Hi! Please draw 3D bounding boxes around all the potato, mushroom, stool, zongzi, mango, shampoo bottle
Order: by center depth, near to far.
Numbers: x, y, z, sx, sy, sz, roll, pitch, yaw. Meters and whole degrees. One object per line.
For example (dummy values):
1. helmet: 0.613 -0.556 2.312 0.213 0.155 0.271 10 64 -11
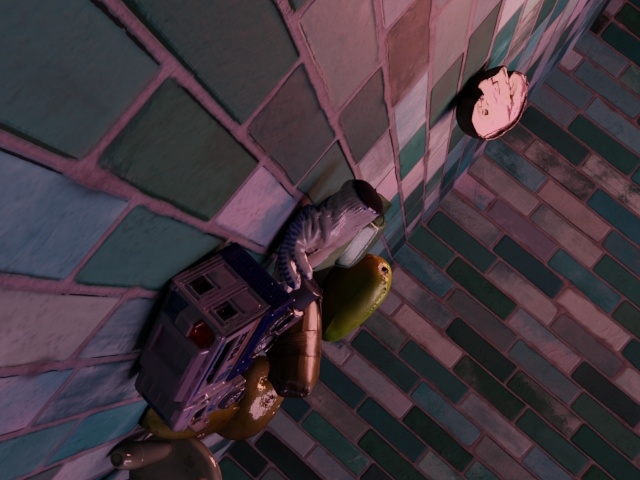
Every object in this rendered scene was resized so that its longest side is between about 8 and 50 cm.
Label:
1. shampoo bottle: -0.087 0.133 1.320 0.214 0.072 0.072 -39 176 25
2. stool: -0.299 0.461 1.395 0.195 0.195 0.199 -51 169 13
3. potato: -0.213 0.298 1.412 0.160 0.111 0.272 -52 171 5
4. zongzi: -0.068 0.225 1.580 0.242 0.112 0.221 123 -26 -61
5. mango: 0.054 0.117 1.602 0.233 0.111 0.125 -50 -150 30
6. potato: -0.167 0.352 1.710 0.174 0.159 0.251 -12 158 -36
7. mushroom: 0.366 -0.300 1.724 0.188 0.141 0.117 -39 -159 -28

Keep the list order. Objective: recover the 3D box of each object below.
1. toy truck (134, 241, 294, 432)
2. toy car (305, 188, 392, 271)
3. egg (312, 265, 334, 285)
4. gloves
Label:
1. toy truck: -0.156 0.143 1.015 0.155 0.124 0.268 -29 156 -47
2. toy car: 0.055 -0.018 1.427 0.141 0.097 0.321 -53 171 15
3. egg: 0.039 0.073 1.704 0.135 0.103 0.103 -48 171 -15
4. gloves: -0.001 -0.006 1.213 0.229 0.097 0.119 -48 150 19
